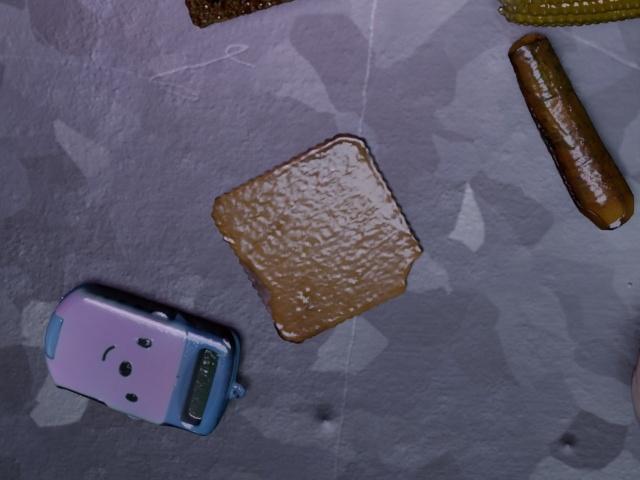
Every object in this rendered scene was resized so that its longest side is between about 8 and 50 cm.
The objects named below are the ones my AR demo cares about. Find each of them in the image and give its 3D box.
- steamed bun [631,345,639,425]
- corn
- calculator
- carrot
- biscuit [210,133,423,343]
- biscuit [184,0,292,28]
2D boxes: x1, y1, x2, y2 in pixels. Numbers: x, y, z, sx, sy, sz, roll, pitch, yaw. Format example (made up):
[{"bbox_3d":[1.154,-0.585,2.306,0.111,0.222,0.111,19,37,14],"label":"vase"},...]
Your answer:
[{"bbox_3d":[0.570,0.193,1.577,0.367,0.255,0.342,-22,100,14],"label":"steamed bun"},{"bbox_3d":[0.372,-0.321,1.520,0.344,0.131,0.131,-9,105,20],"label":"corn"},{"bbox_3d":[-0.242,0.167,1.830,0.293,0.051,0.173,18,108,5],"label":"calculator"},{"bbox_3d":[0.307,-0.133,1.625,0.070,0.070,0.260,-25,100,17],"label":"carrot"},{"bbox_3d":[0.000,0.000,1.752,0.237,0.013,0.232,-26,100,18],"label":"biscuit"},{"bbox_3d":[-0.091,-0.341,1.612,0.231,0.025,0.131,-10,106,39],"label":"biscuit"}]
